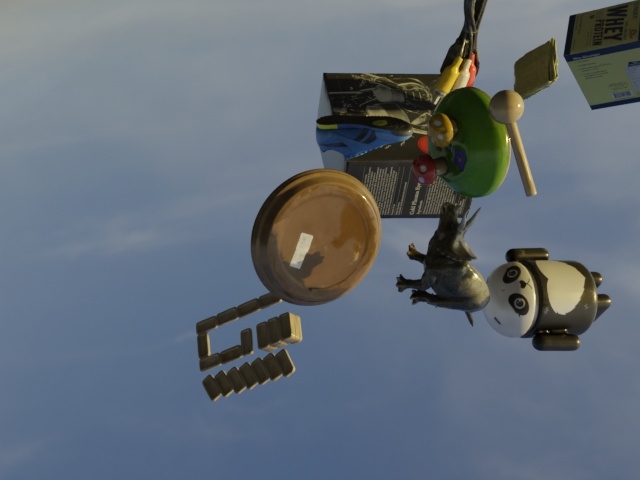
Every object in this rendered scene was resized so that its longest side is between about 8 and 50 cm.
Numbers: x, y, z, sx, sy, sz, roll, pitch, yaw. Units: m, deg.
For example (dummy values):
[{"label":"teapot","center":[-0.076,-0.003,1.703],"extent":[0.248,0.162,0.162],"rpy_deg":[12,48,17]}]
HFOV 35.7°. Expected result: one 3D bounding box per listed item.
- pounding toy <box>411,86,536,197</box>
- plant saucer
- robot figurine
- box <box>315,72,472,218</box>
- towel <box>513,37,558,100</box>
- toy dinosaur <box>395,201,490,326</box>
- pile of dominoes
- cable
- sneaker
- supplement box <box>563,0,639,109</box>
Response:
[{"label":"pounding toy","center":[0.220,-0.149,1.586],"extent":[0.110,0.183,0.237],"rpy_deg":[-13,-169,-28]},{"label":"plant saucer","center":[0.000,0.000,1.918],"extent":[0.278,0.278,0.041],"rpy_deg":[-21,-156,-18]},{"label":"robot figurine","center":[0.488,0.126,2.161],"extent":[0.278,0.174,0.209],"rpy_deg":[0,-162,-19]},{"label":"box","center":[0.170,-0.223,2.305],"extent":[0.312,0.179,0.343],"rpy_deg":[-2,-137,-10]},{"label":"towel","center":[0.477,-0.374,2.206],"extent":[0.027,0.110,0.148],"rpy_deg":[12,162,-23]},{"label":"toy dinosaur","center":[0.246,0.081,1.846],"extent":[0.160,0.313,0.121],"rpy_deg":[0,-139,35]},{"label":"pile of dominoes","center":[-0.152,0.229,2.107],"extent":[0.251,0.040,0.196],"rpy_deg":[-23,-122,28]},{"label":"cable","center":[0.324,-0.418,2.111],"extent":[0.139,0.287,0.072],"rpy_deg":[-13,-134,-42]},{"label":"sneaker","center":[0.089,-0.206,2.009],"extent":[0.209,0.082,0.069],"rpy_deg":[4,-154,24]},{"label":"supplement box","center":[0.293,-0.181,0.970],"extent":[0.083,0.083,0.056],"rpy_deg":[-7,-127,33]}]
